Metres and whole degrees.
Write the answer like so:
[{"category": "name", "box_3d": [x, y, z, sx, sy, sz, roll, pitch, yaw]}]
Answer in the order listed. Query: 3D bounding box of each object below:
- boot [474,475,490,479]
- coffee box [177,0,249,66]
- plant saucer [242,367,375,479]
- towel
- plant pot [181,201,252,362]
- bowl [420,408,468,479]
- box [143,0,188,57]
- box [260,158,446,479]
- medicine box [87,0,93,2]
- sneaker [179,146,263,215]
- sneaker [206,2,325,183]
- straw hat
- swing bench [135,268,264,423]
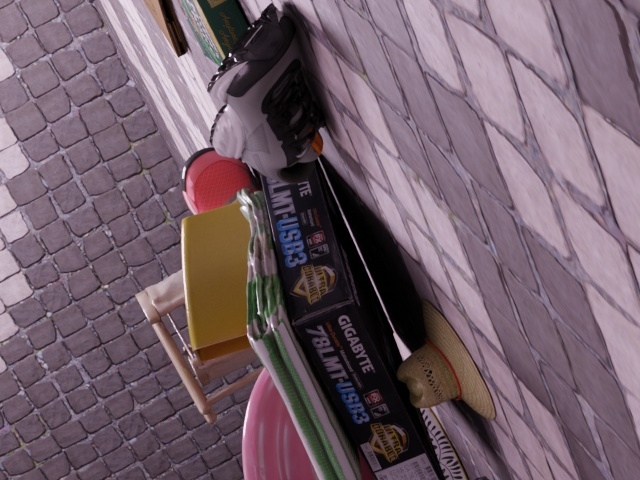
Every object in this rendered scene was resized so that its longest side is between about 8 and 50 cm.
[{"category": "boot", "box_3d": [0.172, 0.280, 1.558, 0.086, 0.069, 0.190, 54, 173, 26]}, {"category": "coffee box", "box_3d": [-0.119, -0.246, 1.667, 0.113, 0.040, 0.184, 64, 173, -22]}, {"category": "plant saucer", "box_3d": [0.034, 0.287, 1.950, 0.332, 0.084, 0.332, 24, -121, -48]}, {"category": "towel", "box_3d": [-0.022, 0.108, 1.543, 0.325, 0.038, 0.248, -103, -11, -63]}, {"category": "plant pot", "box_3d": [-0.101, 0.047, 2.149, 0.212, 0.212, 0.187, 104, 149, -81]}, {"category": "bowl", "box_3d": [0.112, 0.263, 1.901, 0.170, 0.080, 0.170, 60, 174, 11]}, {"category": "box", "box_3d": [-0.264, -0.390, 2.251, 0.201, 0.021, 0.164, 58, 173, 27]}, {"category": "box", "box_3d": [0.032, 0.093, 1.585, 0.295, 0.073, 0.293, -106, -6, -56]}, {"category": "medicine box", "box_3d": [-0.230, -0.399, 1.400, 0.289, 0.149, 0.263, 60, 173, -2]}, {"category": "sneaker", "box_3d": [-0.097, -0.016, 2.303, 0.136, 0.116, 0.314, 35, 162, 52]}, {"category": "sneaker", "box_3d": [-0.039, -0.131, 1.410, 0.108, 0.100, 0.271, 35, 165, 9]}, {"category": "straw hat", "box_3d": [0.107, 0.129, 1.454, 0.144, 0.061, 0.144, 59, 173, 12]}, {"category": "swing bench", "box_3d": [-0.142, 0.127, 2.504, 0.255, 0.253, 0.165, 59, 173, 11]}]
